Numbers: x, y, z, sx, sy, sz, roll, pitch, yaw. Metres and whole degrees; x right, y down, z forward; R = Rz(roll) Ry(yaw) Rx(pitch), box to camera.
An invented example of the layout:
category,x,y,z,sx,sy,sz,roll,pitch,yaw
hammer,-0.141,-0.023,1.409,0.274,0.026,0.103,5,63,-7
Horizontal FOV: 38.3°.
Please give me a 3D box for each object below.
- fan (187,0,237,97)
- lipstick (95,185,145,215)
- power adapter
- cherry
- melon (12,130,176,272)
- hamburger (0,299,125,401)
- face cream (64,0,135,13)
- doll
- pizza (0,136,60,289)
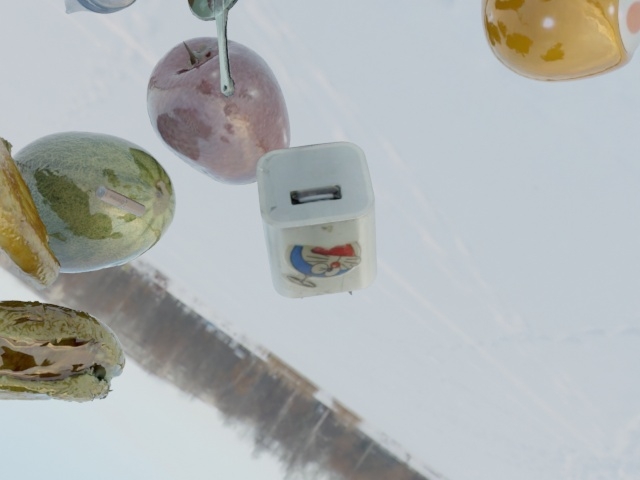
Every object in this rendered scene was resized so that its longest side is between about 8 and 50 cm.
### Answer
category,x,y,z,sx,sy,sz,roll,pitch,yaw
fan,-0.106,-0.259,0.963,0.008,0.227,0.152,2,170,-37
lipstick,-0.265,-0.052,1.226,0.019,0.019,0.094,32,-179,26
power adapter,0.000,0.000,1.102,0.205,0.130,0.125,82,178,-49
cherry,-0.169,-0.218,1.581,0.261,0.221,0.307,36,168,49
melon,-0.402,-0.066,1.574,0.329,0.249,0.248,-4,152,26
hamburger,-0.413,0.157,1.283,0.308,0.133,0.211,10,161,-29
face cream,-0.274,-0.327,1.124,0.086,0.136,0.385,22,-171,-23
doll,0.281,-0.309,1.081,0.213,0.213,0.236,25,143,53
pizza,-0.475,-0.075,1.364,0.288,0.075,0.280,-123,13,-45
